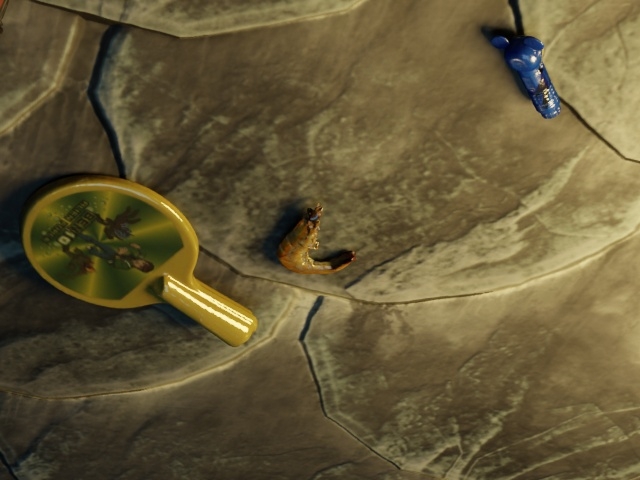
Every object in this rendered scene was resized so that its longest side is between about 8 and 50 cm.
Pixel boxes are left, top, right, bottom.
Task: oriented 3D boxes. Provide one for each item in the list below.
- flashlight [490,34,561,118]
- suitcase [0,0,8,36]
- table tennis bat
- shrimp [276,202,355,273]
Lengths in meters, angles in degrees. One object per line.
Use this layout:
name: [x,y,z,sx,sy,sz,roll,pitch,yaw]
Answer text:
flashlight: [0.215,-0.169,1.499,0.057,0.035,0.121,6,150,34]
suitcase: [-0.359,-0.291,1.276,0.236,0.161,0.297,18,137,-19]
table tennis bat: [-0.202,0.030,1.736,0.321,0.050,0.198,36,127,-28]
shrimp: [0.000,0.000,1.704,0.091,0.025,0.127,8,143,-8]
